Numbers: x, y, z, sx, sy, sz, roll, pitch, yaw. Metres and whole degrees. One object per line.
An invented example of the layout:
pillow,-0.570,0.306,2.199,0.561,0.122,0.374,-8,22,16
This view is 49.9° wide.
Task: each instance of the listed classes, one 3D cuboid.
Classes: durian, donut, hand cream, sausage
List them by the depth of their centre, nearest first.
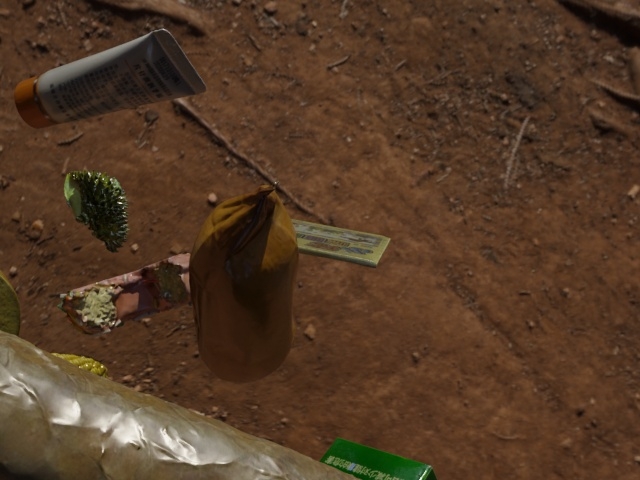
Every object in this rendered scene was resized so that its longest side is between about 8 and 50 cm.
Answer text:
sausage,-0.075,0.042,0.688,0.112,0.328,0.112,3,55,-4
donut,-0.286,0.085,1.104,0.233,0.199,0.085,-18,91,-2
hand cream,-0.357,-0.261,1.137,0.139,0.315,0.089,61,28,-52
durian,-0.395,-0.063,1.256,0.095,0.220,0.137,-43,126,6

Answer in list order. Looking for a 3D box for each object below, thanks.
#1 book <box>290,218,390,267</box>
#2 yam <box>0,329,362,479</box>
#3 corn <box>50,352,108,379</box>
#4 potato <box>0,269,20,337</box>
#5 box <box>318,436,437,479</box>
book,0.000,0.000,0.881,0.168,0.192,0.013,11,100,8
yam,-0.039,0.137,0.350,0.357,0.081,0.081,27,65,-11
corn,-0.383,0.200,0.957,0.091,0.260,0.091,-23,81,9
potato,-0.567,0.107,1.092,0.178,0.158,0.203,-19,107,-16
box,0.004,0.303,0.680,0.235,0.132,0.034,-44,123,-37
